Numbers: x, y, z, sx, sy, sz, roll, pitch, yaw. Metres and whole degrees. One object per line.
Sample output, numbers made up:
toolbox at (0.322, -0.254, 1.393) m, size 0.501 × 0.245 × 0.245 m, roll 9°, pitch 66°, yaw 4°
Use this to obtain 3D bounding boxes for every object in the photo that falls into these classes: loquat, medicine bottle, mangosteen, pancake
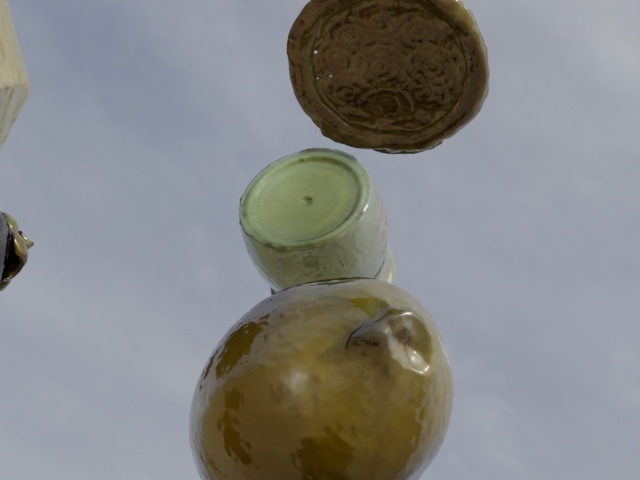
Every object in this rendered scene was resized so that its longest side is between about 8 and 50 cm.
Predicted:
loquat at (0.003, 0.095, 0.527) m, size 0.152 × 0.152 × 0.195 m, roll 39°, pitch -42°, yaw -9°
medicine bottle at (0.000, 0.000, 0.922) m, size 0.147 × 0.147 × 0.143 m, roll 4°, pitch -38°, yaw 21°
mangosteen at (-0.525, 0.015, 1.299) m, size 0.194 × 0.230 × 0.194 m, roll -5°, pitch -99°, yaw 30°
pancake at (0.037, -0.093, 0.487) m, size 0.115 × 0.011 × 0.115 m, roll 5°, pitch -54°, yaw 7°

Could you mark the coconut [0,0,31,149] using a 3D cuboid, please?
coconut at (-0.361, -0.139, 0.718) m, size 0.259 × 0.259 × 0.259 m, roll 12°, pitch -50°, yaw 15°
